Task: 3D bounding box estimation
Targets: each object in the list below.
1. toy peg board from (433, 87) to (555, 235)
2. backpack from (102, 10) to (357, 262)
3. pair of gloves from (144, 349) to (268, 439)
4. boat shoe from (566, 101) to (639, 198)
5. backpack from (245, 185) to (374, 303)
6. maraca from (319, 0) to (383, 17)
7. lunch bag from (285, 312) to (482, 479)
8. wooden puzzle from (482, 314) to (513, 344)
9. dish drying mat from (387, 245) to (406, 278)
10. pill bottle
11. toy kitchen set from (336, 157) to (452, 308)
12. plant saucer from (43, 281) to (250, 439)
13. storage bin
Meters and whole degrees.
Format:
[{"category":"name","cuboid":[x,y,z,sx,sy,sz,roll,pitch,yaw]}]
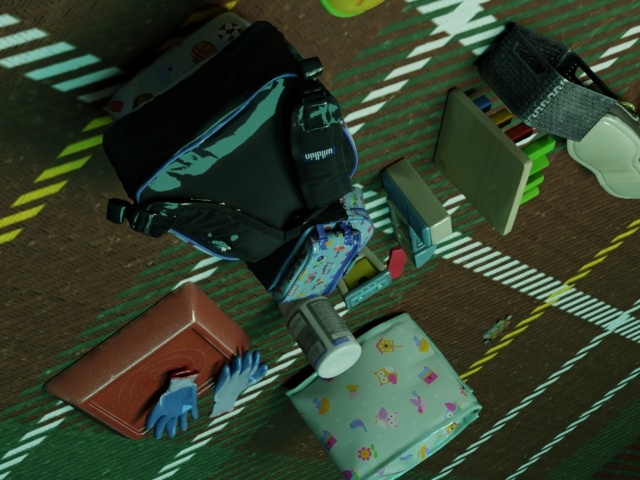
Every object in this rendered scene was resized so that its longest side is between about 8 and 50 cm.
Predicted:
[{"category":"toy peg board","cuboid":[0.250,-0.123,1.890,0.079,0.160,0.161,-28,151,-24]},{"category":"backpack","cuboid":[-0.093,-0.103,1.506,0.277,0.213,0.263,-32,144,7]},{"category":"pair of gloves","cuboid":[-0.169,0.232,2.019,0.198,0.023,0.159,-14,145,-33]},{"category":"boat shoe","cuboid":[0.471,-0.162,2.129,0.117,0.096,0.324,-3,161,28]},{"category":"backpack","cuboid":[0.000,0.000,1.854,0.173,0.117,0.158,-7,141,-45]},{"category":"maraca","cuboid":[0.056,-0.325,1.450,0.185,0.099,0.127,-51,141,-16]},{"category":"lunch bag","cuboid":[0.111,0.277,2.271,0.262,0.223,0.160,-36,157,-3]},{"category":"wooden puzzle","cuboid":[0.341,0.172,2.581,0.083,0.006,0.049,-48,149,23]},{"category":"dish drying mat","cuboid":[0.122,0.035,2.145,0.032,0.008,0.083,-21,149,-22]},{"category":"pill bottle","cuboid":[-0.004,0.133,2.023,0.078,0.137,0.078,-25,149,-16]},{"category":"toy kitchen set","cuboid":[0.096,0.013,1.965,0.166,0.122,0.207,-31,151,-8]},{"category":"plant saucer","cuboid":[-0.237,0.194,1.962,0.259,0.047,0.258,-36,151,0]},{"category":"storage bin","cuboid":[0.316,-0.216,1.855,0.180,0.122,0.084,8,130,-51]}]
